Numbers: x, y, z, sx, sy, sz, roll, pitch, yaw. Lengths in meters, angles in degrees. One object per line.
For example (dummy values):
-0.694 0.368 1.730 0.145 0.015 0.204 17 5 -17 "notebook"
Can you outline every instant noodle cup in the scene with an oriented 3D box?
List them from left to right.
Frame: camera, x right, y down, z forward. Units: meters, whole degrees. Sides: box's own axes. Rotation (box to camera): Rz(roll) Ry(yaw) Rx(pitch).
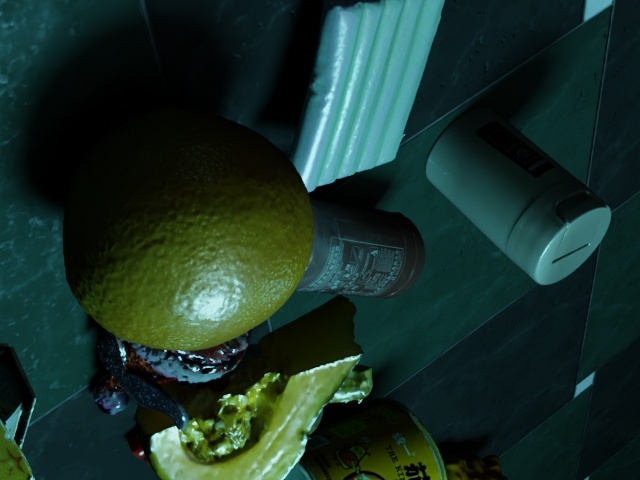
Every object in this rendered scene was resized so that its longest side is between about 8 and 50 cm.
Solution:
0.035 0.319 1.625 0.172 0.216 0.216 -11 137 -31 "instant noodle cup"

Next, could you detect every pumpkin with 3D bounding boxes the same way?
-0.054 0.169 1.296 0.248 0.131 0.126 -23 110 -4 "pumpkin"

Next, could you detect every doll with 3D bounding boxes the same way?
-0.117 0.169 1.381 0.194 0.062 0.104 -39 119 4 "doll"

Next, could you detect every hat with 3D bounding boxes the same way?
-0.163 0.096 1.201 0.227 0.140 0.129 -42 -163 41 "hat"

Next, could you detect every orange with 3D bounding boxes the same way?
-0.105 -0.009 1.034 0.206 0.206 0.206 -31 148 -22 "orange"

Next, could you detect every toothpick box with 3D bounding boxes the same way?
0.210 -0.048 1.383 0.111 0.181 0.111 -31 148 -22 "toothpick box"

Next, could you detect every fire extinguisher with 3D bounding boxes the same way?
0.000 0.000 1.271 0.269 0.105 0.105 9 121 -55 "fire extinguisher"

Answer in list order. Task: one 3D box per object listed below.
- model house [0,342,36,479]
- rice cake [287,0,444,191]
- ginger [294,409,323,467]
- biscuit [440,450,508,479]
-0.316 0.148 1.068 0.136 0.207 0.219 -67 177 -67 "model house"
0.037 -0.137 1.164 0.189 0.037 0.198 -23 140 -52 "rice cake"
-0.059 0.243 1.514 0.080 0.104 0.204 -81 -168 -57 "ginger"
0.124 0.460 1.997 0.318 0.110 0.312 2 129 -52 "biscuit"
